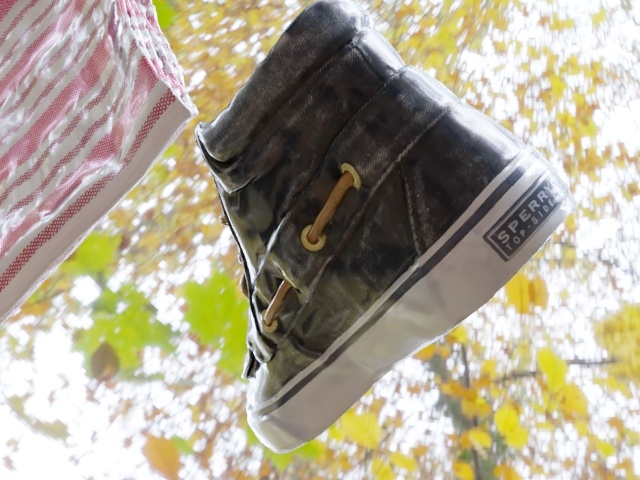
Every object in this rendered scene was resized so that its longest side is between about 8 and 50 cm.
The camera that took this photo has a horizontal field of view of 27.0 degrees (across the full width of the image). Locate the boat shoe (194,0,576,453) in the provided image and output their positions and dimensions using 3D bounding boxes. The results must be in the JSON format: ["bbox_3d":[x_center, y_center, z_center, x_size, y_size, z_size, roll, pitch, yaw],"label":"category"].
[{"bbox_3d":[0.000,0.000,0.390,0.083,0.065,0.183,46,-30,3],"label":"boat shoe"}]

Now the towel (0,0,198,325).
[{"bbox_3d":[-0.133,-0.067,0.618,0.029,0.197,0.144,28,-66,-40],"label":"towel"}]
